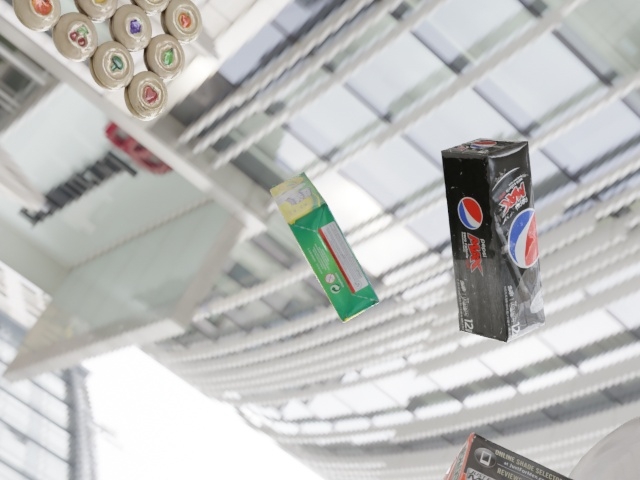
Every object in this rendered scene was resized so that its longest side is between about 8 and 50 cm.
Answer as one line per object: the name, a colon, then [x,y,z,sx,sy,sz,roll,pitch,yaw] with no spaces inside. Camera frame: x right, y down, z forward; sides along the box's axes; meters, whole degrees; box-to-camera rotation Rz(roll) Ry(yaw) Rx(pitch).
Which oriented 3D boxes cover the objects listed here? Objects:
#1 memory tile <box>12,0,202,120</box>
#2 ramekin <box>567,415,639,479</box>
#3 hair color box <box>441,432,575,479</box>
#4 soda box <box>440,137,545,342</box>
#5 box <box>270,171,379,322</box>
memory tile: [-0.157,-0.173,0.896,0.012,0.148,0.113,-5,-126,46]
ramekin: [0.309,0.253,0.851,0.273,0.273,0.127,-41,-163,26]
hair color box: [0.091,0.183,0.696,0.043,0.072,0.141,-62,175,-50]
soda box: [0.150,-0.001,1.018,0.053,0.169,0.060,-20,-160,-36]
box: [0.000,0.000,1.072,0.043,0.105,0.179,-29,-164,-3]
